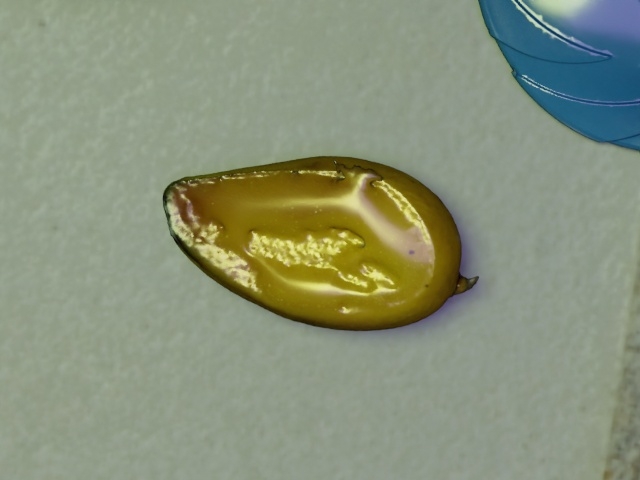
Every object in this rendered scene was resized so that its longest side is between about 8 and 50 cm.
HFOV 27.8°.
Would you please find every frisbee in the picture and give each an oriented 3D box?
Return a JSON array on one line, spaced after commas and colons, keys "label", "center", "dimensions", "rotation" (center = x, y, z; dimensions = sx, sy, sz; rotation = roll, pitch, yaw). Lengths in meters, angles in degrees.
[{"label": "frisbee", "center": [0.211, -0.169, 0.756], "dimensions": [0.242, 0.045, 0.242], "rotation": [0, 94, -1]}]

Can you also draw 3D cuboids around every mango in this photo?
[{"label": "mango", "center": [0.000, 0.000, 0.749], "dimensions": [0.188, 0.066, 0.101], "rotation": [9, 101, 3]}]
